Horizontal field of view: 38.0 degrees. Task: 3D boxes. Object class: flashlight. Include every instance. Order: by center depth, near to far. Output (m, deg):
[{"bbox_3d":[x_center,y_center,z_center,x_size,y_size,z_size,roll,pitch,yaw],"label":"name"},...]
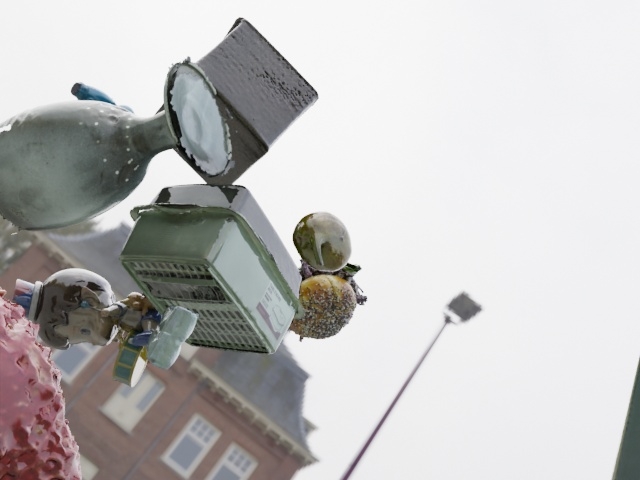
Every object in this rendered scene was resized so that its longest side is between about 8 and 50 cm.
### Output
[{"bbox_3d":[-0.357,-0.220,1.529,0.051,0.051,0.129,7,-18,40],"label":"flashlight"}]

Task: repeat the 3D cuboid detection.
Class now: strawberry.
[{"bbox_3d":[-0.338,0.147,0.815,0.261,0.261,0.257,0,-15,45],"label":"strawberry"}]

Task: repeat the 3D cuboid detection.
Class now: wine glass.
[{"bbox_3d":[-0.314,-0.131,1.352,0.357,0.190,0.190,-14,-55,24],"label":"wine glass"}]

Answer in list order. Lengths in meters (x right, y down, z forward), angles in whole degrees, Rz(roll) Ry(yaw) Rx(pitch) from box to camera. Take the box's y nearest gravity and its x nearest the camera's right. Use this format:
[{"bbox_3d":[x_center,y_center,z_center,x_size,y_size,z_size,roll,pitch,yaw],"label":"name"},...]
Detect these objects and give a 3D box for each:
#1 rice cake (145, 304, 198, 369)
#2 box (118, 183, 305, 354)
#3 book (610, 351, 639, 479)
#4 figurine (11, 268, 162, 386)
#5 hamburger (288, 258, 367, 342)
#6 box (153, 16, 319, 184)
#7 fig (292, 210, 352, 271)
[{"bbox_3d":[-0.207,0.129,1.281,0.040,0.085,0.226,31,-8,-8],"label":"rice cake"},{"bbox_3d":[-0.166,0.045,1.482,0.220,0.166,0.290,2,-38,28],"label":"box"},{"bbox_3d":[0.476,0.254,1.065,0.264,0.031,0.379,6,-44,13],"label":"book"},{"bbox_3d":[-0.399,0.137,1.603,0.275,0.158,0.161,20,-27,7],"label":"figurine"},{"bbox_3d":[0.002,0.111,1.734,0.164,0.189,0.093,37,12,-35],"label":"hamburger"},{"bbox_3d":[-0.150,-0.216,1.544,0.184,0.143,0.273,46,-26,-7],"label":"box"},{"bbox_3d":[0.000,0.000,1.269,0.082,0.084,0.098,-3,-6,8],"label":"fig"}]
